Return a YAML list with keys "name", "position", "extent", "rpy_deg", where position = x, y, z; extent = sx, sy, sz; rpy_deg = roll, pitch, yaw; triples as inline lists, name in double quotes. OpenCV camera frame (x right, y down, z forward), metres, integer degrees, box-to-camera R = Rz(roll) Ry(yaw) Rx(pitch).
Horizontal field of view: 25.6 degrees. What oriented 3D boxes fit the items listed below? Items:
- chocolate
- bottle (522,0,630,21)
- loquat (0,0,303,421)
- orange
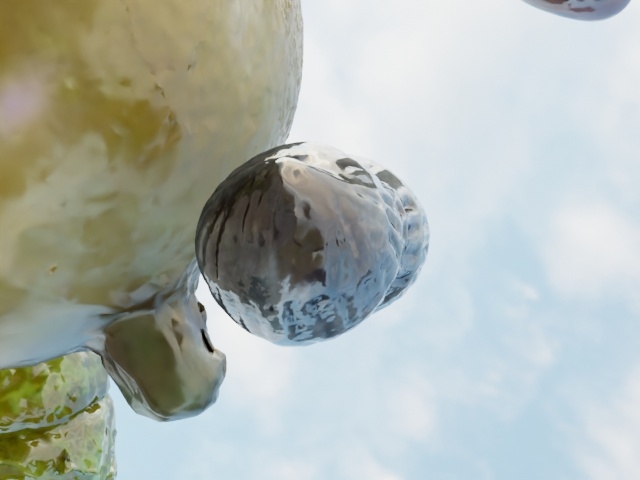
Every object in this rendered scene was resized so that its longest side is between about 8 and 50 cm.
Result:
- name: "chocolate"
  position: [0.000, 0.000, 0.527]
  extent: [0.072, 0.167, 0.072]
  rpy_deg: [0, -88, 10]
- name: "bottle"
  position: [0.173, -0.244, 0.818]
  extent: [0.110, 0.110, 0.233]
  rpy_deg: [36, -63, 48]
- name: "loquat"
  position: [-0.155, -0.065, 0.704]
  extent: [0.328, 0.328, 0.359]
  rpy_deg: [-36, -100, 37]
- name: "orange"
  position: [-0.269, 0.111, 1.008]
  extent: [0.300, 0.223, 0.301]
  rpy_deg: [26, -56, 51]
